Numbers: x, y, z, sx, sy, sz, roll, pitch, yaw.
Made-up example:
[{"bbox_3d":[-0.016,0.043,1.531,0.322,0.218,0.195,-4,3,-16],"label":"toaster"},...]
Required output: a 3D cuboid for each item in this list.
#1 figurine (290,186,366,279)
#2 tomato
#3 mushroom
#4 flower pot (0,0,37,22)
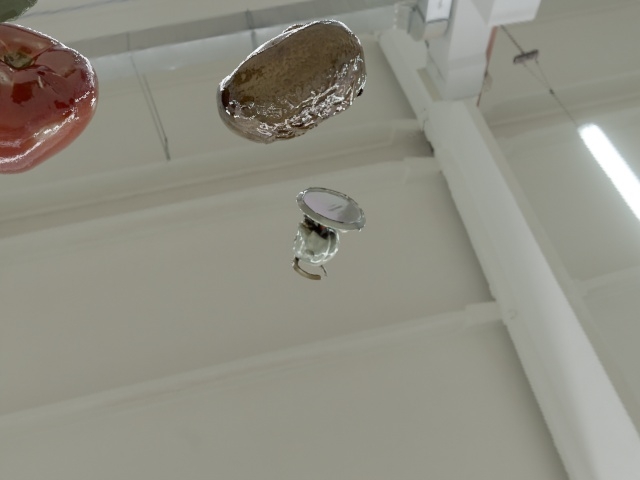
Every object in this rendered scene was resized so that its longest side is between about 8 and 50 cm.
[{"bbox_3d":[0.000,0.000,1.099,0.133,0.153,0.132,16,-150,-9],"label":"figurine"},{"bbox_3d":[-0.554,-0.249,1.105,0.299,0.226,0.298,13,-134,-14],"label":"tomato"},{"bbox_3d":[-0.045,-0.240,0.944,0.253,0.253,0.153,-31,-81,-17],"label":"mushroom"},{"bbox_3d":[-0.476,-0.391,0.810,0.212,0.212,0.202,-32,-131,-18],"label":"flower pot"}]
